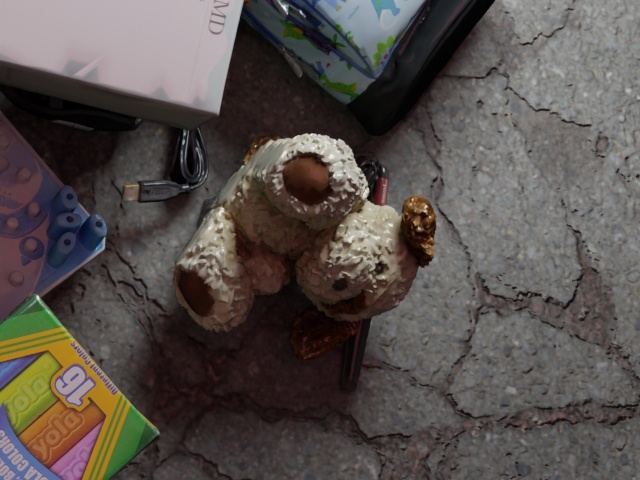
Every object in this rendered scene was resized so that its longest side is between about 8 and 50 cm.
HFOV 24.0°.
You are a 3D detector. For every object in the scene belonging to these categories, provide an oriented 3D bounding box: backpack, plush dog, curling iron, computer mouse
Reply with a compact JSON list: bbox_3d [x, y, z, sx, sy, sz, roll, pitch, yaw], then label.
[{"bbox_3d":[0.013,-0.336,1.661,0.355,0.273,0.290,39,86,7],"label":"backpack"},{"bbox_3d":[0.000,0.000,1.625,0.225,0.210,0.262,38,115,-14],"label":"plush dog"},{"bbox_3d":[0.040,0.034,1.709,0.068,0.035,0.274,2,86,6],"label":"curling iron"},{"bbox_3d":[-0.238,-0.128,1.626,0.262,0.060,0.184,2,77,-37],"label":"computer mouse"}]

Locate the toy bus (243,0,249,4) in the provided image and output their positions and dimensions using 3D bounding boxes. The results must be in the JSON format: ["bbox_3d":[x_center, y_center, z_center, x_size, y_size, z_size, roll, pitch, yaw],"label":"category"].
[{"bbox_3d":[-0.192,-0.269,1.588,0.191,0.104,0.202,44,75,-6],"label":"toy bus"}]

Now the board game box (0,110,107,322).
[{"bbox_3d":[-0.467,-0.047,1.501,0.390,0.050,0.390,50,56,1],"label":"board game box"}]

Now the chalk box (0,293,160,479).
[{"bbox_3d":[-0.322,0.215,1.400,0.289,0.180,0.179,-42,94,-16],"label":"chalk box"}]

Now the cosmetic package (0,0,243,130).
[{"bbox_3d":[-0.267,-0.253,1.431,0.385,0.156,0.217,11,86,-12],"label":"cosmetic package"}]
